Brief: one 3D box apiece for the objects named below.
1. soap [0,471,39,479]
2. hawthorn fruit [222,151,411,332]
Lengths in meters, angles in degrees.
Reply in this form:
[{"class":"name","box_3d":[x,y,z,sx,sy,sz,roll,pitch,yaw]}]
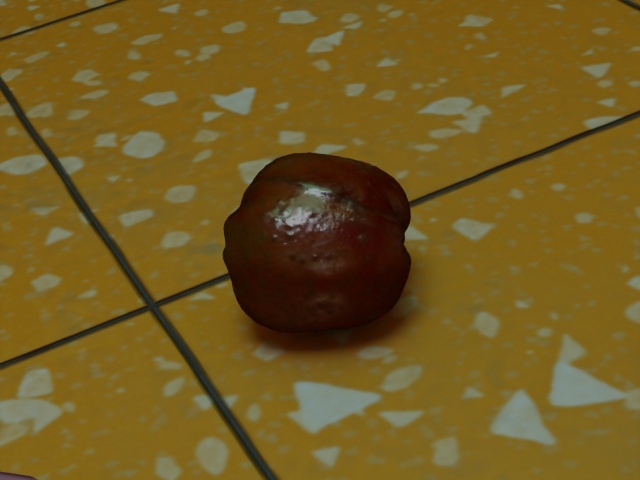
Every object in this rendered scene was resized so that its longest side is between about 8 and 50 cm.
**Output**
[{"class":"soap","box_3d":[-0.179,0.167,0.724,0.149,0.056,0.100,5,34,21]},{"class":"hawthorn fruit","box_3d":[0.000,0.000,0.876,0.128,0.128,0.128,-7,34,5]}]
